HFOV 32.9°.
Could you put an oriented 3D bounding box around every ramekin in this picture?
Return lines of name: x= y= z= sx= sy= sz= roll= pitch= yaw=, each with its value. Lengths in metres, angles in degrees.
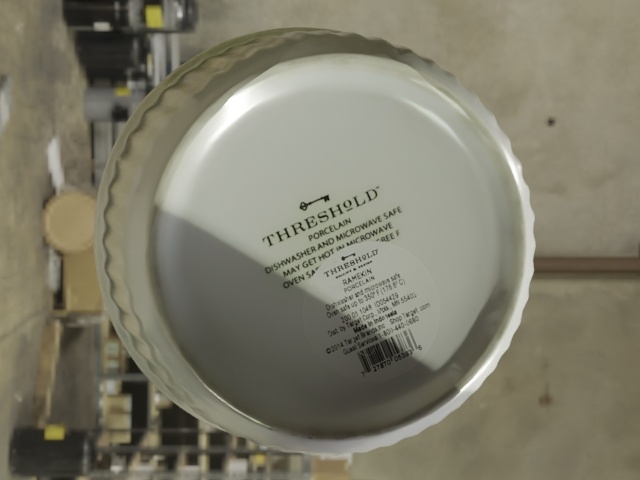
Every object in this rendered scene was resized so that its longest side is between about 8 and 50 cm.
ramekin: x=0.000 y=0.000 z=0.501 sx=0.109 sy=0.207 sz=0.207 roll=-165 pitch=-105 yaw=-78
